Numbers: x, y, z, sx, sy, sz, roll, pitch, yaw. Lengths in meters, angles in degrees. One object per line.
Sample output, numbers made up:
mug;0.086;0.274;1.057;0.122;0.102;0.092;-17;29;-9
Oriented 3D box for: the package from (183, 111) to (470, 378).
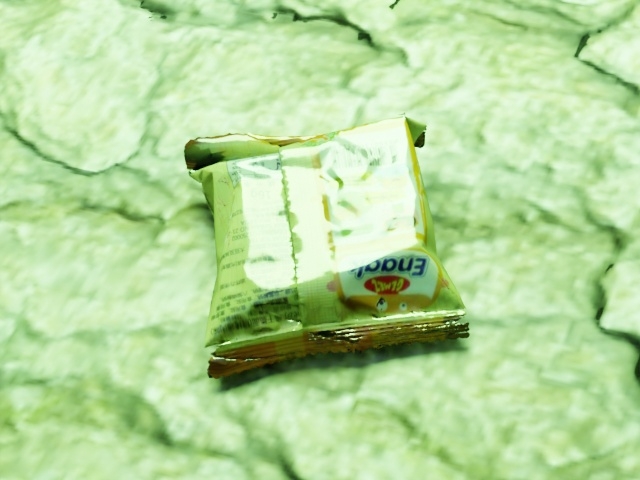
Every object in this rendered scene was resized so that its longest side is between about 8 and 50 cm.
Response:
package;0.000;-0.002;0.711;0.108;0.031;0.120;-9;52;1
